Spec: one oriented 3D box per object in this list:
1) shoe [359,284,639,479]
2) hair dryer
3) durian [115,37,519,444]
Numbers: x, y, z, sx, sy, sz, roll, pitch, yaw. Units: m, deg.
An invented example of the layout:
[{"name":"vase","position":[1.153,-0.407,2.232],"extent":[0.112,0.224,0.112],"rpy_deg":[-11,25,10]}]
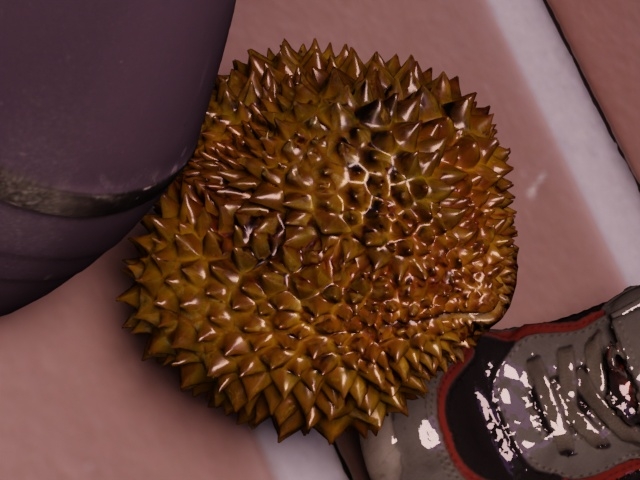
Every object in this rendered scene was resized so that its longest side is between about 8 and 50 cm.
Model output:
[{"name":"shoe","position":[0.131,0.069,0.653],"extent":[0.228,0.125,0.099],"rpy_deg":[-8,79,-31]},{"name":"hair dryer","position":[-0.114,-0.183,0.567],"extent":[0.121,0.301,0.361],"rpy_deg":[3,46,-34]},{"name":"durian","position":[0.000,0.000,0.595],"extent":[0.137,0.168,0.158],"rpy_deg":[18,87,-47]}]
